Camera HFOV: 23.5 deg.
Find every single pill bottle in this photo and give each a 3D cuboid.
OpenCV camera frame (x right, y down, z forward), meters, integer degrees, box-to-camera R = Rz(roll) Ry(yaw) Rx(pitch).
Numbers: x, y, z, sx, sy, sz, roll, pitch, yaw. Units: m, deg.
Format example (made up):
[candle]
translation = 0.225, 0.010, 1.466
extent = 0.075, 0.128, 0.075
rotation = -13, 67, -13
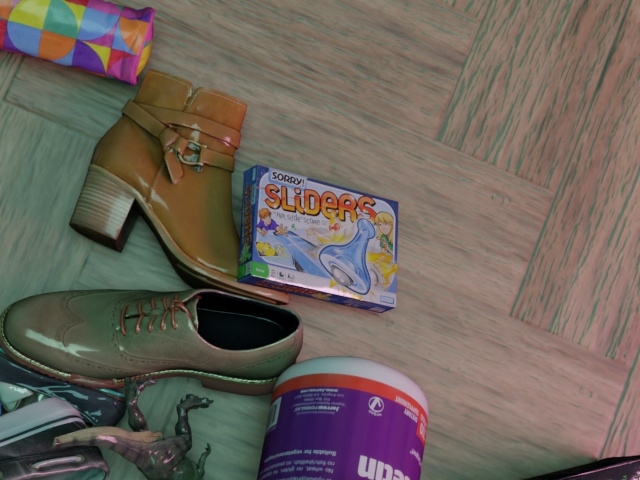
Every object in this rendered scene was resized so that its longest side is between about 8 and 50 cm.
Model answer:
[pill bottle]
translation = 0.014, 0.301, 1.690
extent = 0.181, 0.181, 0.323
rotation = 13, 59, -6

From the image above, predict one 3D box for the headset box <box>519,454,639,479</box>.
[headset box]
translation = 0.283, 0.388, 1.760
extent = 0.283, 0.131, 0.246
rotation = -10, 83, -23

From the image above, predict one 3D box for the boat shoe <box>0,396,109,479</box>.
[boat shoe]
translation = -0.369, 0.275, 1.609
extent = 0.335, 0.121, 0.119
rotation = -29, 56, -33

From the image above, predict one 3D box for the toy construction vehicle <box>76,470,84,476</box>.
[toy construction vehicle]
translation = -0.295, 0.292, 1.744
extent = 0.035, 0.086, 0.098
rotation = 24, 80, 2

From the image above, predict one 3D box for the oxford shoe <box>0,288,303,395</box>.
[oxford shoe]
translation = -0.188, 0.092, 1.746
extent = 0.348, 0.130, 0.123
rotation = 3, 58, -13

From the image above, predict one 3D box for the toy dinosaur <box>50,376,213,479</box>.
[toy dinosaur]
translation = -0.182, 0.219, 1.711
extent = 0.268, 0.064, 0.118
rotation = 35, 57, -43

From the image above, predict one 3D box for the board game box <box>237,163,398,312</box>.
[board game box]
translation = 0.000, 0.000, 1.800
extent = 0.201, 0.035, 0.136
rotation = 13, 69, -31

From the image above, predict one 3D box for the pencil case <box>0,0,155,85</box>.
[pencil case]
translation = -0.314, -0.259, 1.814
extent = 0.236, 0.104, 0.104
rotation = 18, 80, -5

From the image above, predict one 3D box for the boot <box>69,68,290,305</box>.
[boot]
translation = -0.131, -0.060, 1.818
extent = 0.283, 0.109, 0.220
rotation = 24, 76, 3

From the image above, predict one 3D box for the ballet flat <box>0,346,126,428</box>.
[ballet flat]
translation = -0.324, 0.173, 1.766
extent = 0.203, 0.074, 0.074
rotation = 23, 80, -6
